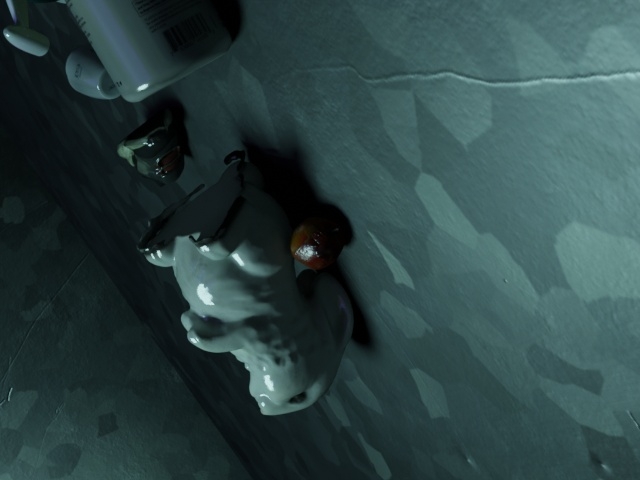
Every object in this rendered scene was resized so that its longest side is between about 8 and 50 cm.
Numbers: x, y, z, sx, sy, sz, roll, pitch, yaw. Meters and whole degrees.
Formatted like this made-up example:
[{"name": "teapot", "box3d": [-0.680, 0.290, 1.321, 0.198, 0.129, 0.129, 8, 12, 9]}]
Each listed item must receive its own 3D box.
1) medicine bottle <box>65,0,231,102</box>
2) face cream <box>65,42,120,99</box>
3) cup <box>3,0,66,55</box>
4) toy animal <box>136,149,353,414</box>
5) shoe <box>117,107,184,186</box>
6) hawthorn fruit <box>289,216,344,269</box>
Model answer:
[{"name": "medicine bottle", "box3d": [-0.241, -0.327, 1.094, 0.289, 0.157, 0.157, 61, 158, -13]}, {"name": "face cream", "box3d": [-0.383, -0.289, 1.546, 0.095, 0.091, 0.091, 30, 149, 33]}, {"name": "cup", "box3d": [-0.406, -0.414, 1.279, 0.173, 0.167, 0.300, 6, -97, -70]}, {"name": "toy animal", "box3d": [-0.081, 0.079, 1.295, 0.194, 0.258, 0.357, 2, 134, 50]}, {"name": "shoe", "box3d": [-0.272, -0.149, 1.524, 0.112, 0.099, 0.227, 53, 164, -14]}, {"name": "hawthorn fruit", "box3d": [-0.003, 0.003, 1.195, 0.077, 0.077, 0.077, 45, 157, 25]}]
